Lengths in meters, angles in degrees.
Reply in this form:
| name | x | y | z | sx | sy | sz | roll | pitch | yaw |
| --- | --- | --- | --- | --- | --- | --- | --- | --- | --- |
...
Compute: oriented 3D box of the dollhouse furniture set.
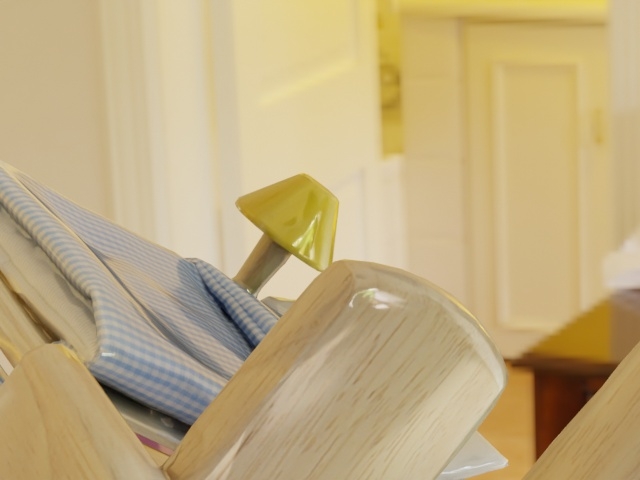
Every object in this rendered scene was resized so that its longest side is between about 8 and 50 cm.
| name | x | y | z | sx | sy | sz | roll | pitch | yaw |
| --- | --- | --- | --- | --- | --- | --- | --- | --- | --- |
| dollhouse furniture set | 0.000 | 0.000 | 0.521 | 0.286 | 0.198 | 0.303 | 34 | 8 | -44 |
